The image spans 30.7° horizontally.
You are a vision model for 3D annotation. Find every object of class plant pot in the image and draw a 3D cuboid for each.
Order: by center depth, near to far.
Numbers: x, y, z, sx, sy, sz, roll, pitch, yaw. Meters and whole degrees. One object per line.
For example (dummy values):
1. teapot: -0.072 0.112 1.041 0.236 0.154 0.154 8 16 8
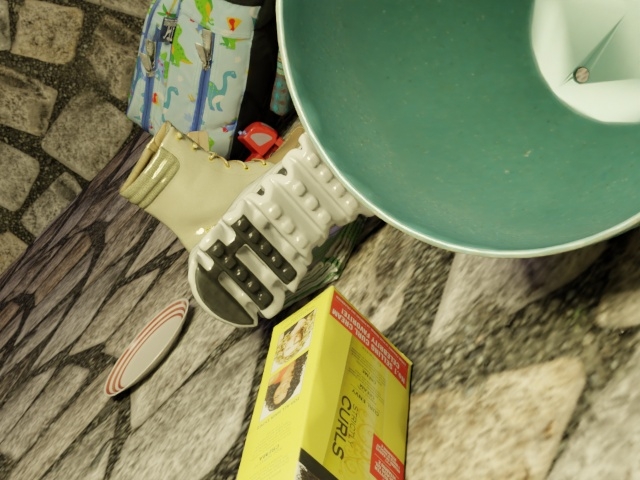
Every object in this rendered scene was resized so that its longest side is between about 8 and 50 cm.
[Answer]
1. plant pot: 0.148 -0.140 0.681 0.290 0.290 0.195 -38 -18 30

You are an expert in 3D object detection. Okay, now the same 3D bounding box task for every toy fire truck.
1. toy fire truck: -0.146 -0.094 1.504 0.192 0.135 0.047 -49 16 -6

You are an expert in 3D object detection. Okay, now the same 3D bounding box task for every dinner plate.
1. dinner plate: -0.193 0.124 1.320 0.141 0.017 0.141 -43 15 15

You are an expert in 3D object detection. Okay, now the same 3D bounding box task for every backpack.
1. backpack: -0.130 -0.267 1.619 0.290 0.273 0.356 -68 -18 -54

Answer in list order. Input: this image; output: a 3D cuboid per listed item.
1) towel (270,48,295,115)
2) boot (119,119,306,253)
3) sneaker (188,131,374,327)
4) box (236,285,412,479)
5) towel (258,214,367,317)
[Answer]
1. towel: 0.009 -0.364 1.463 0.271 0.040 0.370 -48 -29 -63
2. boot: -0.110 -0.086 1.333 0.213 0.165 0.077 -53 17 -15
3. sneaker: -0.004 -0.047 1.028 0.292 0.110 0.118 -38 14 -9
4. box: 0.004 0.125 0.680 0.058 0.087 0.232 -38 17 22
5. towel: 0.000 0.000 1.103 0.113 0.023 0.152 -32 22 41
